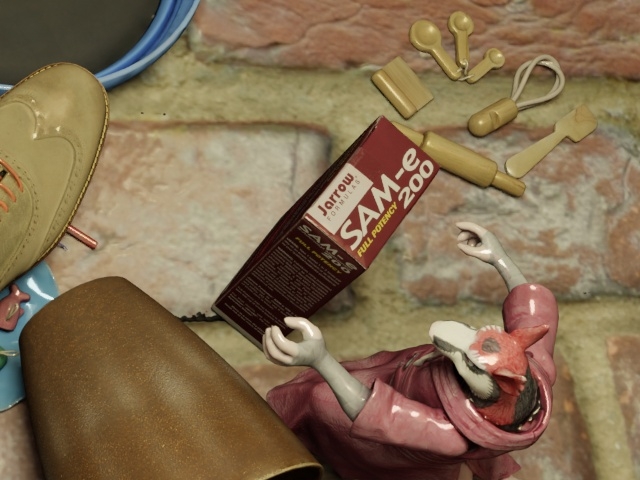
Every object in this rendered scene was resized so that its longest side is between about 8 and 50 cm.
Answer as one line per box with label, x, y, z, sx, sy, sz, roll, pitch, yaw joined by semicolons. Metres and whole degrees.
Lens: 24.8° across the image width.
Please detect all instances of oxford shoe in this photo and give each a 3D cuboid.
oxford shoe;-0.274;-0.019;1.193;0.123;0.130;0.348;34;66;-9

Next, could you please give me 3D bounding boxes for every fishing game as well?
fishing game;-0.309;0.058;1.251;0.189;0.041;0.264;34;60;-10

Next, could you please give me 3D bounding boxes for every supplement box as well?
supplement box;0.000;0.000;1.289;0.073;0.239;0.130;39;60;-4

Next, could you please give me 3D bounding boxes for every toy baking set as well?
toy baking set;0.179;-0.144;1.545;0.256;0.030;0.197;28;61;-11

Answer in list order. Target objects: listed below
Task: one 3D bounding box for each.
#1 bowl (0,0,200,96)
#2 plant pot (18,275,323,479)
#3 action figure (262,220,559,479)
bowl;-0.297;-0.300;1.379;0.391;0.077;0.391;9;66;-20
plant pot;-0.149;0.151;1.201;0.215;0.215;0.230;-24;69;-29
action figure;0.094;0.148;1.196;0.248;0.370;0.276;-26;88;-21
